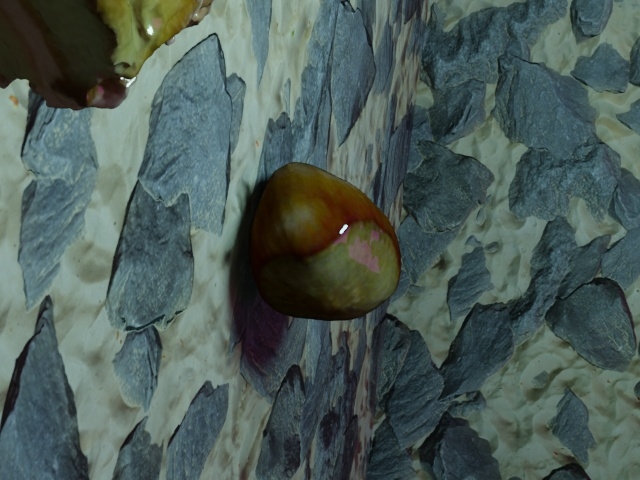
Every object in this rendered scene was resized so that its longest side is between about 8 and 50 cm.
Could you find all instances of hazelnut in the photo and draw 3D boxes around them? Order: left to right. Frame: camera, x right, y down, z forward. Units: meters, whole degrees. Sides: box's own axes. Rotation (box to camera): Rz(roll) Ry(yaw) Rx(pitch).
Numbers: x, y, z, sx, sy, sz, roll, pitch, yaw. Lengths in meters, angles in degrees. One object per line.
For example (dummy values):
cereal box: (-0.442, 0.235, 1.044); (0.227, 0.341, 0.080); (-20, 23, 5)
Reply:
hazelnut: (0.001, 0.007, 1.587); (0.366, 0.366, 0.365); (8, 90, -72)

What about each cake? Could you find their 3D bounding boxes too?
cake: (-0.264, -0.312, 0.682); (0.293, 0.307, 0.314); (77, 27, -54)
